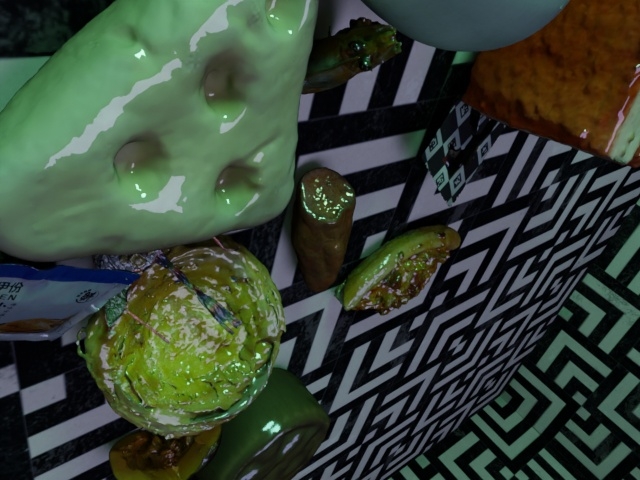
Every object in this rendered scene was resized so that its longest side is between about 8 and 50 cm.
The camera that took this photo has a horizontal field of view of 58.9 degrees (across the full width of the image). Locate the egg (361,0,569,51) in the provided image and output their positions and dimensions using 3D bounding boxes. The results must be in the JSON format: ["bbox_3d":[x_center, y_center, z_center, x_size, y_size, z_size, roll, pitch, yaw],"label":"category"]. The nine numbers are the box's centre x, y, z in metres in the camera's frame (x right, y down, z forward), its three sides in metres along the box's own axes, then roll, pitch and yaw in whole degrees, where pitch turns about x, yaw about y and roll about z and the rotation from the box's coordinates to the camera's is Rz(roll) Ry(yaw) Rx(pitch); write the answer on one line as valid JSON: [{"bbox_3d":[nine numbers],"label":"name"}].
[{"bbox_3d":[0.127,-0.308,0.535,0.370,0.230,0.230,0,127,-51],"label":"egg"}]

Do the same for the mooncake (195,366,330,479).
[{"bbox_3d":[-0.121,0.402,1.139,0.284,0.155,0.285,-29,144,-23],"label":"mooncake"}]

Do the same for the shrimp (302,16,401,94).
[{"bbox_3d":[0.025,-0.203,0.597,0.051,0.217,0.115,44,82,-20],"label":"shrimp"}]

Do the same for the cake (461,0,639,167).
[{"bbox_3d":[0.412,-0.276,0.850,0.319,0.270,0.270,-7,121,-48],"label":"cake"}]

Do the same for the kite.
[{"bbox_3d":[-0.177,0.030,0.671,0.244,0.006,0.198,43,73,-29],"label":"kite"}]

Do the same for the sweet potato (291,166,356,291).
[{"bbox_3d":[0.000,0.000,0.876,0.097,0.097,0.252,-27,143,-27],"label":"sweet potato"}]

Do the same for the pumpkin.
[{"bbox_3d":[-0.254,0.359,0.965,0.183,0.119,0.108,-24,141,-22],"label":"pumpkin"}]

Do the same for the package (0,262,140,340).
[{"bbox_3d":[-0.294,0.065,0.553,0.173,0.027,0.171,-30,157,28],"label":"package"}]

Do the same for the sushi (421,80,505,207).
[{"bbox_3d":[0.257,-0.211,0.977,0.280,0.043,0.192,-57,143,-6],"label":"sushi"}]

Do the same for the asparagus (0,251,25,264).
[{"bbox_3d":[-0.342,0.060,0.598,0.036,0.030,0.165,18,116,-30],"label":"asparagus"}]

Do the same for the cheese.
[{"bbox_3d":[-0.155,-0.131,0.503,0.328,0.129,0.351,-23,142,-32],"label":"cheese"}]

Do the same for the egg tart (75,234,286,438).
[{"bbox_3d":[-0.184,0.120,0.754,0.290,0.107,0.291,-7,103,-35],"label":"egg tart"}]

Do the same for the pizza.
[{"bbox_3d":[0.166,0.079,1.174,0.335,0.086,0.226,-27,143,-31],"label":"pizza"}]
